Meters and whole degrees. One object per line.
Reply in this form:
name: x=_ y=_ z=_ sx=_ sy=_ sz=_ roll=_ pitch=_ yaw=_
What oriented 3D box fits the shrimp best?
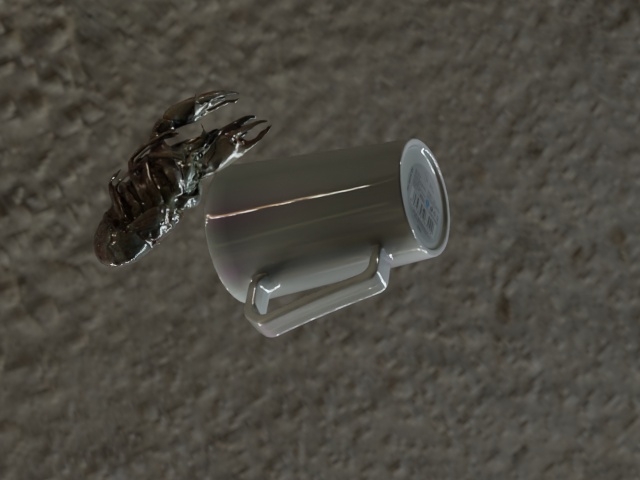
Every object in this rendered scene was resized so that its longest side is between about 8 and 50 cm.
shrimp: x=-0.057 y=-0.029 z=0.542 sx=0.092 sy=0.029 sz=0.038 roll=-48 pitch=137 yaw=-30

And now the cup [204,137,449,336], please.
cup: x=0.000 y=0.000 z=0.712 sx=0.116 sy=0.104 sz=0.074 roll=-10 pitch=137 yaw=27
